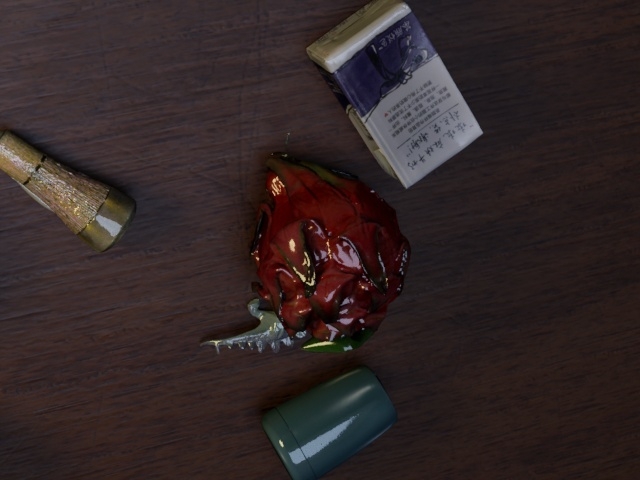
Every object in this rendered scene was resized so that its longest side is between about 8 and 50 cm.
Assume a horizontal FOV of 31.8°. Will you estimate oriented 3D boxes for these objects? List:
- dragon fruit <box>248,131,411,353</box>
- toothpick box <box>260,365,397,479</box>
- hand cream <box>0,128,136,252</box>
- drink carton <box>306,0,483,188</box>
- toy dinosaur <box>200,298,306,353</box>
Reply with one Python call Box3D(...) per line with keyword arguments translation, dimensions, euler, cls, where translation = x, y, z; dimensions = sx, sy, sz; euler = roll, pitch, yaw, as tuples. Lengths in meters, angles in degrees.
Box3D(translation=(0.000, 0.000, 1.482), dimensions=(0.233, 0.234, 0.293), euler=(-25, 96, -7), cls="dragon fruit")
Box3D(translation=(0.017, 0.264, 1.630), dimensions=(0.184, 0.120, 0.120), euler=(-29, 115, -8), cls="toothpick box")
Box3D(translation=(-0.336, -0.069, 1.429), dimensions=(0.203, 0.084, 0.084), euler=(36, 96, -20), cls="hand cream")
Box3D(translation=(0.101, -0.198, 1.500), dimensions=(0.134, 0.102, 0.222), euler=(-37, 115, -4), cls="drink carton")
Box3D(translation=(-0.070, 0.120, 1.595), dimensions=(0.208, 0.039, 0.082), euler=(-21, 115, -8), cls="toy dinosaur")
